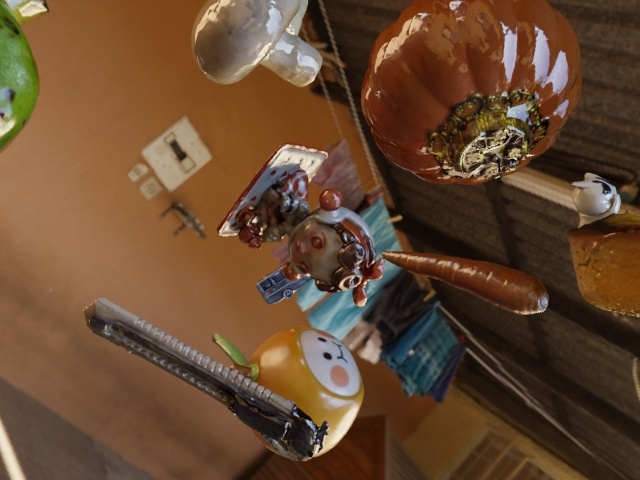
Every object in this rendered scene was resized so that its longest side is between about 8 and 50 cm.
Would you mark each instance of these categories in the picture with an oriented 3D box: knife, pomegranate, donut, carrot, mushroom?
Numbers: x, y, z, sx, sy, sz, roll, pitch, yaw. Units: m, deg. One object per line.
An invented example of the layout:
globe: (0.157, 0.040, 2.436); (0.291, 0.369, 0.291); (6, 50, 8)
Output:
knife: (-0.155, 0.182, 0.857); (0.365, 0.089, 0.043); (29, 27, 3)
pomegranate: (-0.251, -0.117, 0.455); (0.122, 0.169, 0.143); (44, -23, 25)
donut: (0.389, 0.019, 0.699); (0.253, 0.253, 0.119); (-169, -102, -66)
carrot: (0.161, 0.039, 0.775); (0.216, 0.048, 0.048); (17, -31, 37)
mushroom: (-0.112, -0.336, 1.089); (0.206, 0.206, 0.209); (37, -9, 35)

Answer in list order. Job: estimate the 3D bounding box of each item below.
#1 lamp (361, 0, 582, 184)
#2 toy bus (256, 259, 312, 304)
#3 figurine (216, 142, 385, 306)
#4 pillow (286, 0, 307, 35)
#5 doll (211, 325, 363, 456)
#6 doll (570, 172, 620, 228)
lamp: (0.152, -0.155, 0.677); (0.223, 0.223, 0.197); (68, 13, -52)
toy bus: (-0.042, 0.060, 1.260); (0.065, 0.166, 0.047); (56, 11, -4)
figurine: (0.000, 0.000, 0.990); (0.226, 0.183, 0.160); (46, 20, 17)
pillow: (-0.044, -0.574, 1.489); (0.050, 0.230, 0.148); (20, -12, 6)
doll: (-0.059, 0.235, 1.062); (0.236, 0.214, 0.213); (21, -4, -23)
doll: (0.656, -0.064, 1.555); (0.106, 0.110, 0.181); (-3, -71, 38)
